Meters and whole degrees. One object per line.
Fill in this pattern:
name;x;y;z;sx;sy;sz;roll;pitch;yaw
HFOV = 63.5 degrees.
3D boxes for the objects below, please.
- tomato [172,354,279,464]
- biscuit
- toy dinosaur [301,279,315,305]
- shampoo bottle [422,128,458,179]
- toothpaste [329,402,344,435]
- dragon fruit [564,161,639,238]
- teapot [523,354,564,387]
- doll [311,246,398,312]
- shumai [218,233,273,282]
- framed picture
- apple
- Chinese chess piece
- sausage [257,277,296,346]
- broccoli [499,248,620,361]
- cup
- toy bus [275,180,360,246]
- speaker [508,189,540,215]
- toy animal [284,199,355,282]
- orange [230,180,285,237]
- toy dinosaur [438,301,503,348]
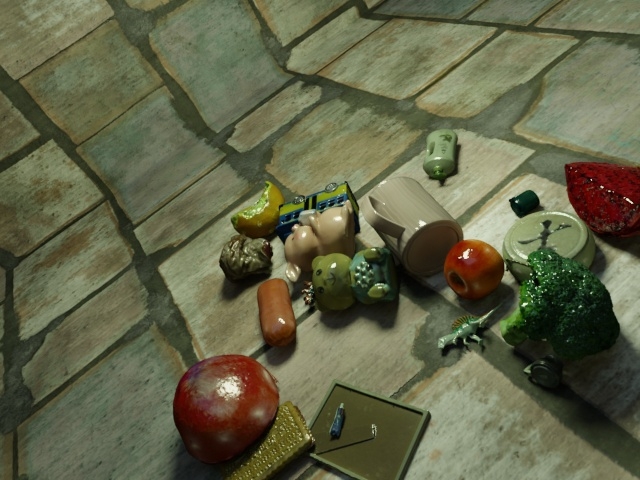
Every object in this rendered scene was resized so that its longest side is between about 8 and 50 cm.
tomato;-0.274;0.421;1.433;0.289;0.176;0.335;-24;27;6
biscuit;-0.144;0.538;1.333;0.254;0.029;0.172;-38;30;-7
toy dinosaur;-0.028;0.158;1.690;0.055;0.049;0.154;-4;36;18
shampoo bottle;0.431;-0.301;1.866;0.118;0.087;0.234;-7;43;26
toothpaste;0.044;0.450;1.300;0.027;0.019;0.083;7;53;18
dragon fruit;0.801;-0.095;1.342;0.205;0.152;0.317;-10;28;-5
teapot;0.506;0.289;1.166;0.057;0.066;0.088;-31;8;-34
doll;0.094;0.116;1.557;0.260;0.161;0.177;-12;80;23
shumai;-0.263;0.083;1.894;0.185;0.218;0.184;23;58;3
framed picture;0.099;0.470;1.268;0.289;0.020;0.211;7;51;39
apple;0.407;0.079;1.388;0.139;0.163;0.163;-40;37;-24
Chinese chess piece;0.601;0.023;1.372;0.237;0.092;0.238;-19;39;16
sausage;-0.139;0.233;1.635;0.113;0.113;0.259;-26;36;7
broccoli;0.530;0.169;1.172;0.269;0.269;0.254;2;38;36
cup;0.264;-0.065;1.555;0.208;0.288;0.273;-37;39;6
toy bus;-0.008;-0.084;1.882;0.287;0.138;0.175;-18;38;16
speaker;0.605;-0.121;1.559;0.075;0.060;0.094;-32;36;-3
toy animal;-0.004;-0.001;1.717;0.256;0.213;0.195;-11;18;16
orange;-0.226;-0.105;2.028;0.237;0.158;0.179;-49;2;-25
toy dinosaur;0.386;0.219;1.343;0.106;0.044;0.187;-2;45;55
